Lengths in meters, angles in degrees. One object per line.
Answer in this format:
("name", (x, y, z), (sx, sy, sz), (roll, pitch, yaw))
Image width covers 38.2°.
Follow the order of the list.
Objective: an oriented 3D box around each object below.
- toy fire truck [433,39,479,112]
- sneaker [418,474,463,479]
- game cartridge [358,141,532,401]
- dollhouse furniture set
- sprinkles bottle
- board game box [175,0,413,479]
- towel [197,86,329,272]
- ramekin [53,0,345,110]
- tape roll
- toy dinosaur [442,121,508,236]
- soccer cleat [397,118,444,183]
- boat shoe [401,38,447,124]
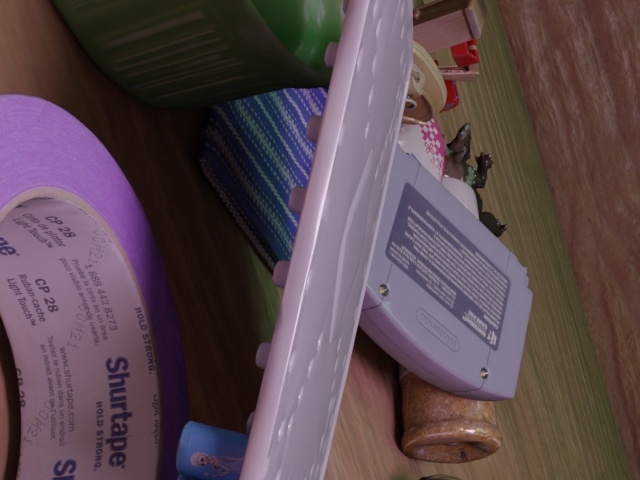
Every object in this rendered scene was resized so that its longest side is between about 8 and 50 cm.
("toy fire truck", (0.205, -0.269, 1.497), (0.192, 0.135, 0.047), (27, 52, -61))
("sneaker", (0.196, 0.409, 1.124), (0.410, 0.158, 0.182), (54, -6, -28))
("game cartridge", (0.123, 0.045, 1.008), (0.297, 0.062, 0.198), (40, 57, -30))
("dollhouse furniture set", (0.095, -0.443, 1.291), (0.303, 0.173, 0.356), (-66, 137, -57))
("sprinkles bottle", (0.152, 0.094, 1.170), (0.121, 0.121, 0.355), (45, 37, -51))
("board game box", (0.000, 0.000, 0.636), (0.390, 0.050, 0.390), (49, 53, -80))
("towel", (-0.030, -0.118, 0.971), (0.243, 0.040, 0.336), (55, 30, -39))
("ramekin", (-0.099, -0.251, 0.740), (0.303, 0.148, 0.303), (46, 36, -50))
("tape roll", (-0.151, 0.075, 0.429), (0.275, 0.090, 0.275), (-8, 90, -77))
("toy dinosaur", (0.236, -0.045, 1.506), (0.160, 0.121, 0.314), (-41, 120, -52))
("soccer cleat", (0.085, -0.072, 1.119), (0.143, 0.116, 0.331), (34, 45, -51))
("boat shoe", (0.042, -0.192, 1.029), (0.285, 0.104, 0.089), (29, 57, -42))
